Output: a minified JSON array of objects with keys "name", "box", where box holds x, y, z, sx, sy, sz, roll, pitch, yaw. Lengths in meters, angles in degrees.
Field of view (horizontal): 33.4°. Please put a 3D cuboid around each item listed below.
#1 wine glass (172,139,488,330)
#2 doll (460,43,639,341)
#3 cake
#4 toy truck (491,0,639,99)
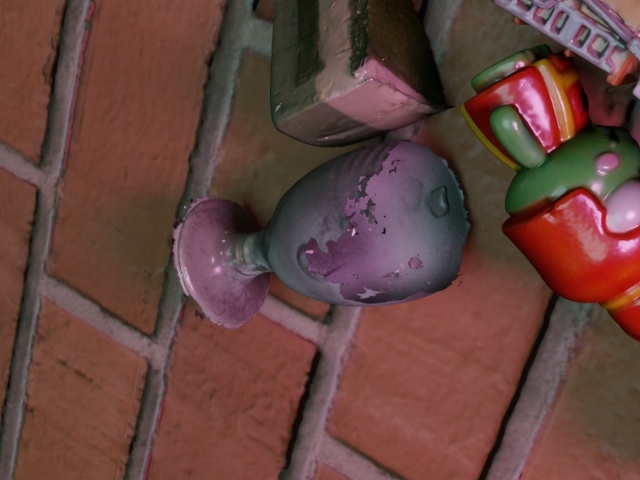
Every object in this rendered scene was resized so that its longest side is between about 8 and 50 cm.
[{"name":"wine glass","box":[0.000,-0.003,1.270,0.357,0.190,0.191,-11,97,40]},{"name":"doll","box":[0.275,-0.026,1.081,0.160,0.182,0.363,-39,85,28]},{"name":"cake","box":[0.010,-0.251,1.199,0.158,0.172,0.284,-18,92,33]},{"name":"toy truck","box":[0.286,-0.235,0.996,0.387,0.207,0.173,37,120,18]}]
